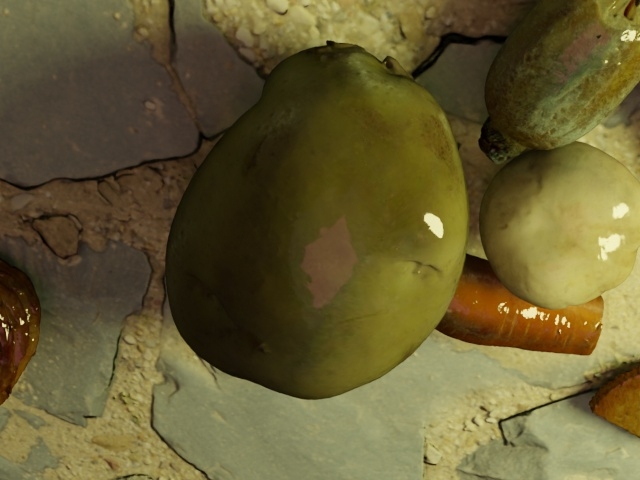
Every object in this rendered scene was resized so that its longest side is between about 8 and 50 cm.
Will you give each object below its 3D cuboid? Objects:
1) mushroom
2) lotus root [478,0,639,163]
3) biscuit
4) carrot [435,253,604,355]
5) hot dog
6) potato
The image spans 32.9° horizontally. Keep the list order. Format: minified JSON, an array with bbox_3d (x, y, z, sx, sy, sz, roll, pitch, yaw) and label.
[{"bbox_3d":[0.220,-0.014,0.977,0.154,0.122,0.154,0,90,29],"label":"mushroom"},{"bbox_3d":[0.201,-0.138,0.912,0.113,0.088,0.192,29,122,-19],"label":"lotus root"},{"bbox_3d":[0.393,0.175,1.124,0.206,0.025,0.126,24,124,-9],"label":"biscuit"},{"bbox_3d":[0.176,0.066,1.052,0.193,0.087,0.087,19,124,-8],"label":"carrot"},{"bbox_3d":[-0.412,0.123,1.153,0.175,0.114,0.259,34,121,-14],"label":"hot dog"},{"bbox_3d":[0.000,0.000,0.943,0.243,0.221,0.326,54,124,25],"label":"potato"}]
